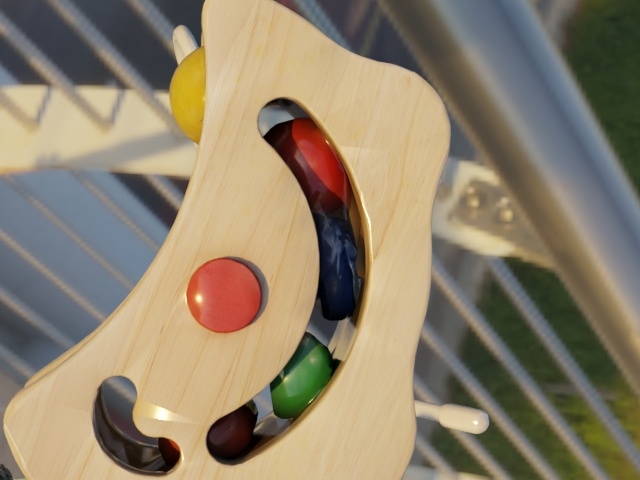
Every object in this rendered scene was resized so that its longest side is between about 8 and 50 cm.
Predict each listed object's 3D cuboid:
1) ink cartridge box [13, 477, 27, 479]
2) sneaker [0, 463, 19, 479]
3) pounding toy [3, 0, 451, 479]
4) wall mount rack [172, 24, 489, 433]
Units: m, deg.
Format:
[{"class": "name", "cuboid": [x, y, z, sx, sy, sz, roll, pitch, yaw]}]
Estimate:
[{"class": "ink cartridge box", "cuboid": [-0.257, 0.242, 1.254, 0.062, 0.109, 0.209, 0, 78, -29]}, {"class": "sneaker", "cuboid": [-0.202, 0.242, 0.918, 0.088, 0.092, 0.225, 57, 11, -51]}, {"class": "pounding toy", "cuboid": [-0.042, 0.039, 0.655, 0.155, 0.154, 0.270, -161, -102, -85]}, {"class": "wall mount rack", "cuboid": [0.000, 0.000, 1.188, 0.130, 0.304, 0.350, -19, 120, -8]}]
